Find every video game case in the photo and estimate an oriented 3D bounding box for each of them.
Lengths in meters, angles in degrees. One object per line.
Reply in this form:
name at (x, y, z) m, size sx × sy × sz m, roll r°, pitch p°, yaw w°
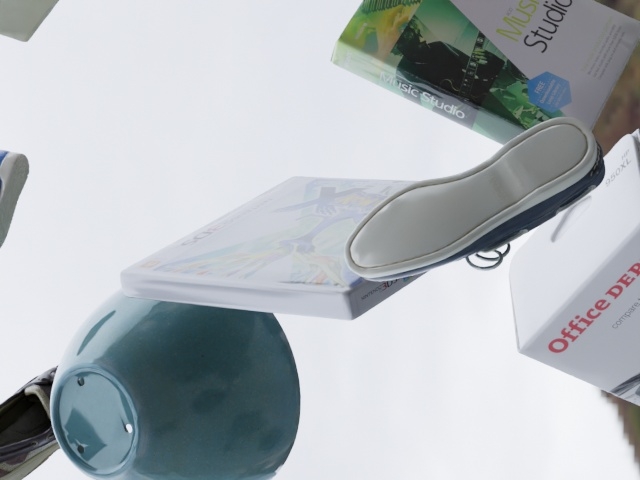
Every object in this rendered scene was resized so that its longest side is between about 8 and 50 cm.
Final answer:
video game case at (0.000, 0.000, 1.994) m, size 0.300 × 0.329 × 0.036 m, roll -31°, pitch -64°, yaw -43°

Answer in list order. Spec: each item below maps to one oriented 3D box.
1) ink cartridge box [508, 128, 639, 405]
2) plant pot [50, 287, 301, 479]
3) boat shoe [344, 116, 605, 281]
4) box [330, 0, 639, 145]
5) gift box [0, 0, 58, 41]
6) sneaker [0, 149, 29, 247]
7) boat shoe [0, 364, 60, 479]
ink cartridge box at (0.477, 0.074, 2.360) m, size 0.285 × 0.395 × 0.166 m, roll -52°, pitch 24°, yaw 35°
plant pot at (-0.195, 0.183, 2.145) m, size 0.195 × 0.290 × 0.290 m, roll -16°, pitch -73°, yaw -55°
boat shoe at (0.144, -0.027, 1.722) m, size 0.095 × 0.254 × 0.079 m, roll 61°, pitch -176°, yaw 34°
box at (0.205, -0.239, 2.267) m, size 0.232 × 0.322 × 0.058 m, roll -59°, pitch -10°, yaw -33°
gift box at (-0.307, -0.376, 1.776) m, size 0.276 × 0.258 × 0.255 m, roll 10°, pitch -133°, yaw -38°
sneaker at (-0.416, -0.043, 2.249) m, size 0.058 × 0.084 × 0.152 m, roll 54°, pitch -129°, yaw -61°
boat shoe at (-0.382, 0.236, 2.621) m, size 0.285 × 0.103 × 0.092 m, roll -38°, pitch -27°, yaw -17°
